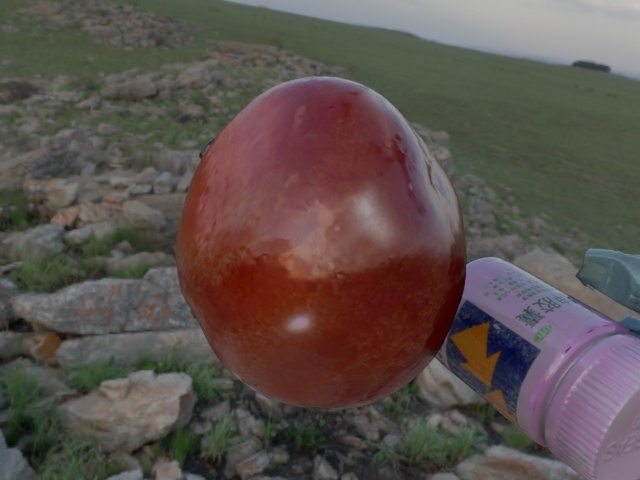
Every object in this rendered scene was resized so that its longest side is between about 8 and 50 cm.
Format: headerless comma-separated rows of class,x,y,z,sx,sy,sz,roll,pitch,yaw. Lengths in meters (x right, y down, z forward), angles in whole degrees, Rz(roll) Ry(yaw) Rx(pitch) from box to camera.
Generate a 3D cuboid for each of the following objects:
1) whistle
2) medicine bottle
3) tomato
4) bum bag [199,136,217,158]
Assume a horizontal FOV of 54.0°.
whistle,0.475,0.074,0.819,0.269,0.180,0.093,26,45,34
medicine bottle,0.287,0.154,0.797,0.178,0.178,0.290,-1,23,-31
tomato,0.000,0.000,0.661,0.289,0.293,0.325,-25,36,25
bum bag,-0.175,-0.091,1.335,0.095,0.144,0.341,40,29,-56
